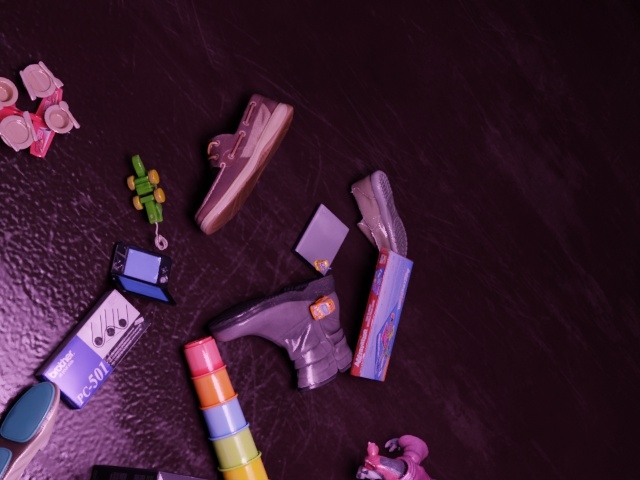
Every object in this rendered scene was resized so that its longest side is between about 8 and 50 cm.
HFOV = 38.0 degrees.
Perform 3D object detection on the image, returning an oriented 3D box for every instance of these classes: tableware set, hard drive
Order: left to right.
[{"bbox_3d":[-0.523,-0.243,1.673,0.169,0.020,0.141,-31,95,-42],"label":"tableware set"},{"bbox_3d":[0.000,0.000,2.061,0.094,0.022,0.135,42,59,-24],"label":"hard drive"}]

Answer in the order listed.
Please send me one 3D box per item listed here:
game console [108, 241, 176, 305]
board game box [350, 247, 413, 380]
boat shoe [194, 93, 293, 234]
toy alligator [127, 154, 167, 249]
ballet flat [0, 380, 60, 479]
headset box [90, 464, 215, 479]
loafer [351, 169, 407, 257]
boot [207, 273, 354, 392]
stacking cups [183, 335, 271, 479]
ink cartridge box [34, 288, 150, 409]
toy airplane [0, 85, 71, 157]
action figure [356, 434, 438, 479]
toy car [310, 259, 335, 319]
[{"bbox_3d":[-0.330,0.063,1.765,0.122,0.071,0.107,20,70,-34],"label":"game console"},{"bbox_3d":[0.137,0.167,2.057,0.145,0.027,0.281,25,78,-60],"label":"board game box"},{"bbox_3d":[-0.181,-0.167,1.913,0.123,0.123,0.342,29,67,3],"label":"boat shoe"},{"bbox_3d":[-0.328,-0.074,1.810,0.051,0.056,0.189,-28,102,-78],"label":"toy alligator"},{"bbox_3d":[-0.514,0.355,1.574,0.086,0.086,0.248,44,60,-23],"label":"ballet flat"},{"bbox_3d":[-0.241,0.477,1.621,0.246,0.283,0.131,20,69,-34],"label":"headset box"},{"bbox_3d":[0.135,-0.039,2.144,0.094,0.087,0.251,-44,122,-61],"label":"loafer"},{"bbox_3d":[-0.061,0.213,1.913,0.338,0.118,0.222,-17,93,-39],"label":"boot"},{"bbox_3d":[-0.181,0.342,1.814,0.096,0.096,0.316,-17,91,-38],"label":"stacking cups"},{"bbox_3d":[-0.412,0.197,1.694,0.097,0.046,0.207,48,57,-19],"label":"ink cartridge box"},{"bbox_3d":[-0.526,-0.223,1.697,0.151,0.028,0.151,14,67,-35],"label":"toy airplane"},{"bbox_3d":[0.202,0.556,1.969,0.370,0.276,0.248,48,62,-37],"label":"action figure"},{"bbox_3d":[0.002,0.100,1.910,0.060,0.040,0.122,-9,88,-51],"label":"toy car"}]
